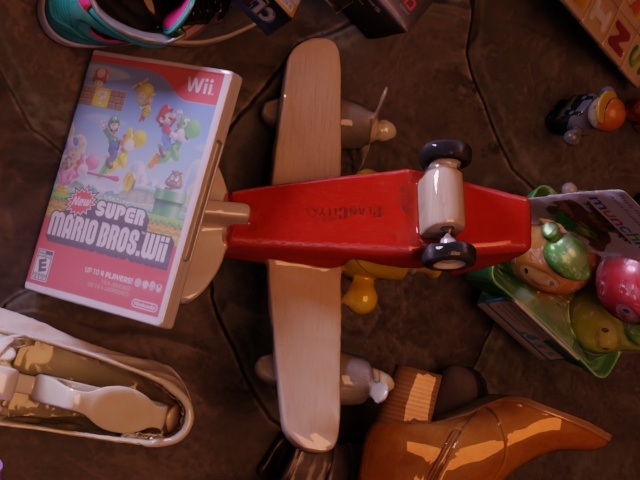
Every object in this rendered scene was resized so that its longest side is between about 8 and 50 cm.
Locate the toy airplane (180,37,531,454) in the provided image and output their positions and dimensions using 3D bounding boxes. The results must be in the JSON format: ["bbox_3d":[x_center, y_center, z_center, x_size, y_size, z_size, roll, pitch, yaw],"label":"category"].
[{"bbox_3d":[0.000,0.000,1.569,0.384,0.272,0.386,42,82,18],"label":"toy airplane"}]

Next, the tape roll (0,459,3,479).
[{"bbox_3d":[-0.457,0.262,1.329,0.274,0.275,0.090,3,92,-25],"label":"tape roll"}]

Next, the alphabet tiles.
[{"bbox_3d":[0.432,-0.384,1.801,0.342,0.011,0.285,36,77,-42],"label":"alphabet tiles"}]

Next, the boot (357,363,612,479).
[{"bbox_3d":[0.190,0.284,1.614,0.295,0.104,0.211,15,84,-6],"label":"boot"}]

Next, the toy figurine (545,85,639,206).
[{"bbox_3d":[0.418,-0.103,1.795,0.209,0.148,0.213,0,93,-25],"label":"toy figurine"}]

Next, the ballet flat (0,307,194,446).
[{"bbox_3d":[-0.316,0.154,1.471,0.400,0.139,0.139,15,86,-25],"label":"ballet flat"}]

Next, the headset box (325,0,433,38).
[{"bbox_3d":[0.082,-0.406,1.640,0.218,0.110,0.293,45,75,-21],"label":"headset box"}]

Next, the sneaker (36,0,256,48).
[{"bbox_3d":[-0.152,-0.279,1.498,0.295,0.178,0.124,-13,98,-25],"label":"sneaker"}]

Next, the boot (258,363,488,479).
[{"bbox_3d":[0.058,0.272,1.669,0.222,0.118,0.338,30,76,-18],"label":"boot"}]

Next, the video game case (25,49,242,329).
[{"bbox_3d":[-0.210,-0.061,1.482,0.025,0.204,0.285,23,81,-58],"label":"video game case"}]

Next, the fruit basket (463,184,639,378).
[{"bbox_3d":[0.349,0.059,1.659,0.327,0.353,0.165,41,75,-22],"label":"fruit basket"}]

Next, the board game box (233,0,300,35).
[{"bbox_3d":[-0.104,-0.360,1.456,0.243,0.042,0.165,45,39,-22],"label":"board game box"}]
